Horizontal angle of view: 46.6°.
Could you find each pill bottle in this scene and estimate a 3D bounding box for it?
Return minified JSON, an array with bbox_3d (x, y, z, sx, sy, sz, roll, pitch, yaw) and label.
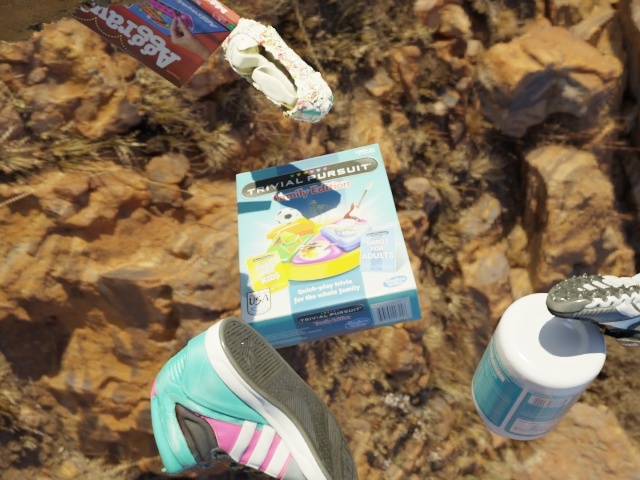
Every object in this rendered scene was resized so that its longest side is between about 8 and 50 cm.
[{"bbox_3d":[0.308,0.202,1.099,0.146,0.146,0.264,-46,159,-29],"label":"pill bottle"}]

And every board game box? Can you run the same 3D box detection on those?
[{"bbox_3d":[0.000,0.000,1.180,0.336,0.254,0.079,-99,176,-45],"label":"board game box"},{"bbox_3d":[-0.259,-0.321,0.954,0.281,0.145,0.027,32,46,-26],"label":"board game box"}]

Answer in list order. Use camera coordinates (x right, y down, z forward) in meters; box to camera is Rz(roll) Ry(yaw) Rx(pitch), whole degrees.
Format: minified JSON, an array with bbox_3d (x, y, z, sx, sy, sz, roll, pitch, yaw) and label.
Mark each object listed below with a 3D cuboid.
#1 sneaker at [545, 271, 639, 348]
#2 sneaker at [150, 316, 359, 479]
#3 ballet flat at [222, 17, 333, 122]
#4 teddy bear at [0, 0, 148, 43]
[{"bbox_3d":[0.396,0.098,0.976,0.235,0.078,0.106,-5,108,-24],"label":"sneaker"},{"bbox_3d":[-0.094,0.237,0.876,0.295,0.179,0.123,54,21,-22],"label":"sneaker"},{"bbox_3d":[-0.079,-0.253,1.077,0.077,0.241,0.091,-18,139,-46],"label":"ballet flat"},{"bbox_3d":[-0.304,-0.260,0.695,0.245,0.338,0.113,4,70,-71],"label":"teddy bear"}]
